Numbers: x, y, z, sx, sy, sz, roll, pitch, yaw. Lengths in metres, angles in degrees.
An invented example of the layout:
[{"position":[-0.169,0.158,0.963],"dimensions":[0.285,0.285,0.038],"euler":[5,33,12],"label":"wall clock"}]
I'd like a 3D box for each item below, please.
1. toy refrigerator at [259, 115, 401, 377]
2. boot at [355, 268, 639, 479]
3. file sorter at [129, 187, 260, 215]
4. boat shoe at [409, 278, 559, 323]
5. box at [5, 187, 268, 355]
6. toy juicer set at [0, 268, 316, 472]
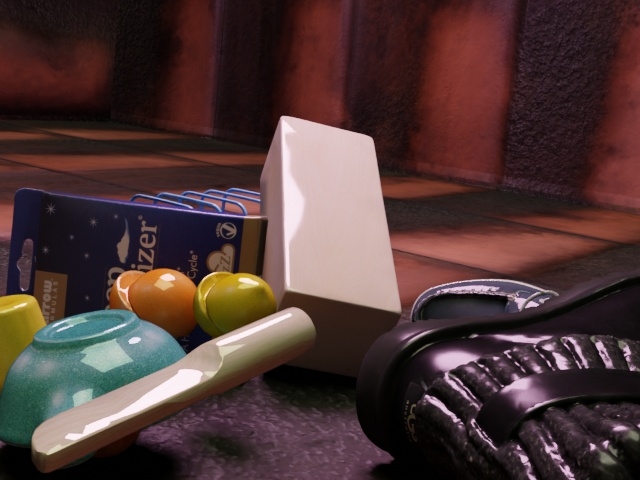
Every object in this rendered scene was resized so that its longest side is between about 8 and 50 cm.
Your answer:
[{"position":[0.000,0.000,0.879],"dimensions":[0.102,0.094,0.269],"euler":[12,38,-13],"label":"toy refrigerator"},{"position":[0.220,0.112,0.582],"dimensions":[0.348,0.131,0.260],"euler":[-11,10,-24],"label":"boot"},{"position":[-0.130,-0.001,1.081],"dimensions":[0.118,0.104,0.170],"euler":[13,13,35],"label":"file sorter"},{"position":[0.199,0.093,0.811],"dimensions":[0.255,0.095,0.079],"euler":[18,2,15],"label":"boat shoe"},{"position":[-0.163,0.034,0.782],"dimensions":[0.225,0.136,0.036],"euler":[7,5,9],"label":"box"},{"position":[-0.109,0.087,0.611],"dimensions":[0.209,0.089,0.329],"euler":[-14,12,-26],"label":"toy juicer set"}]
